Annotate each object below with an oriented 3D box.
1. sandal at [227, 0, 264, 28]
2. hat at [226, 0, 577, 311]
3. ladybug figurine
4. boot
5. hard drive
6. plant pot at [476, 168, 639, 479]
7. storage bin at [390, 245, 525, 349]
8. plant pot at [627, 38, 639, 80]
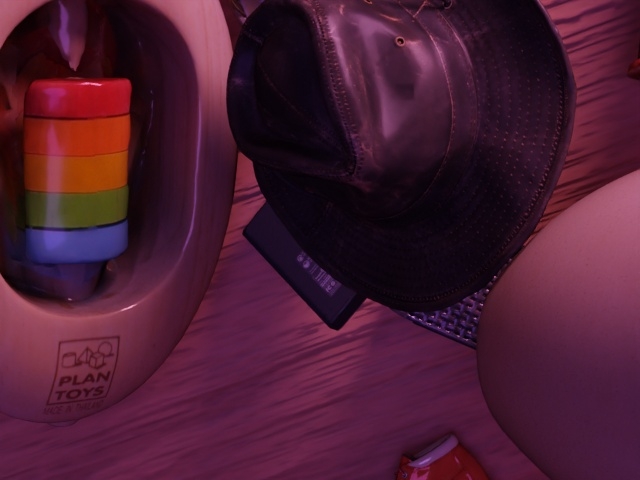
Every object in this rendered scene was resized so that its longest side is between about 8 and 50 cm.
[{"bbox_3d":[-0.062,-0.225,1.043,0.072,0.049,0.180,-27,97,8],"label":"sandal"},{"bbox_3d":[0.020,-0.106,0.905,0.331,0.134,0.331,1,92,41],"label":"hat"},{"bbox_3d":[-0.221,-0.066,0.992,0.305,0.162,0.449,-2,104,-39],"label":"ladybug figurine"},{"bbox_3d":[0.080,0.244,1.117,0.158,0.059,0.084,-33,93,0],"label":"boot"},{"bbox_3d":[0.000,0.000,1.056,0.094,0.022,0.135,-51,58,10],"label":"hard drive"},{"bbox_3d":[0.227,0.080,0.869,0.191,0.284,0.284,-4,102,41],"label":"plant pot"},{"bbox_3d":[0.156,0.047,1.041,0.180,0.122,0.084,24,100,-1],"label":"storage bin"},{"bbox_3d":[0.370,-0.264,0.917,0.272,0.272,0.265,-2,92,4],"label":"plant pot"}]
